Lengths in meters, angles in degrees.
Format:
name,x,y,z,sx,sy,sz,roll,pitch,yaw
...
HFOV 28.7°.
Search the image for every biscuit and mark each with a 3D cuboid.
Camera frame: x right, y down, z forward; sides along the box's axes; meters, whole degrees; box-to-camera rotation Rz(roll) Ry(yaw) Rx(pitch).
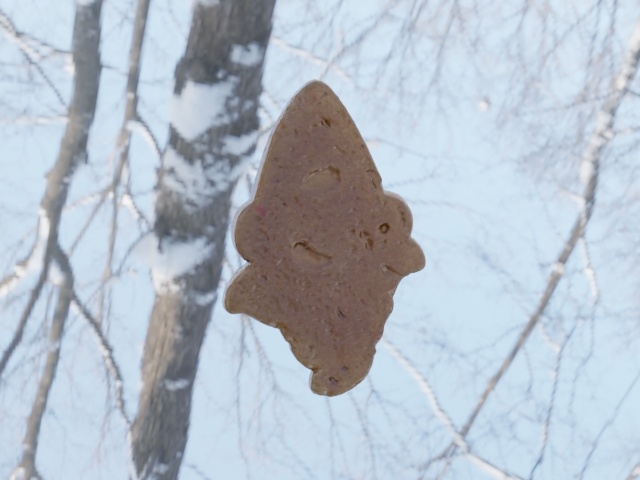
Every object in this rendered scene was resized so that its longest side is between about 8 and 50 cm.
name,x,y,z,sx,sy,sz,roll,pitch,yaw
biscuit,0.000,0.000,1.098,0.183,0.280,0.043,-7,-173,-10
